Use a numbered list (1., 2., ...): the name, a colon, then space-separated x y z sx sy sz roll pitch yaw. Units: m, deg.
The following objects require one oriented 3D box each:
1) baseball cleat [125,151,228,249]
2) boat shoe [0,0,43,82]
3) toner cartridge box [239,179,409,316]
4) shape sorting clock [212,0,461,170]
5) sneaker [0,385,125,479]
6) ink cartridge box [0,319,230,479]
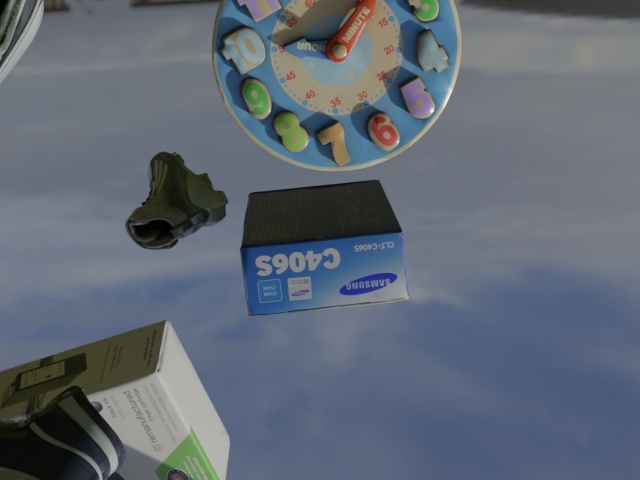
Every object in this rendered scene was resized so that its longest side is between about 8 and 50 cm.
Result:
1. baseball cleat: -0.177 -0.045 1.489 0.109 0.072 0.206 -31 -161 -16
2. boat shoe: -0.269 -0.076 0.863 0.113 0.306 0.105 33 163 -4
3. toner cartridge box: 0.000 0.000 1.495 0.165 0.075 0.348 -7 -169 0
4. shape sorting clock: 0.014 -0.156 1.105 0.206 0.206 0.040 -4 -166 -2
5. sneaker: -0.326 0.203 1.339 0.282 0.099 0.153 15 -141 28
6. ink cartridge box: -0.271 0.235 1.598 0.273 0.198 0.114 -18 -151 11
